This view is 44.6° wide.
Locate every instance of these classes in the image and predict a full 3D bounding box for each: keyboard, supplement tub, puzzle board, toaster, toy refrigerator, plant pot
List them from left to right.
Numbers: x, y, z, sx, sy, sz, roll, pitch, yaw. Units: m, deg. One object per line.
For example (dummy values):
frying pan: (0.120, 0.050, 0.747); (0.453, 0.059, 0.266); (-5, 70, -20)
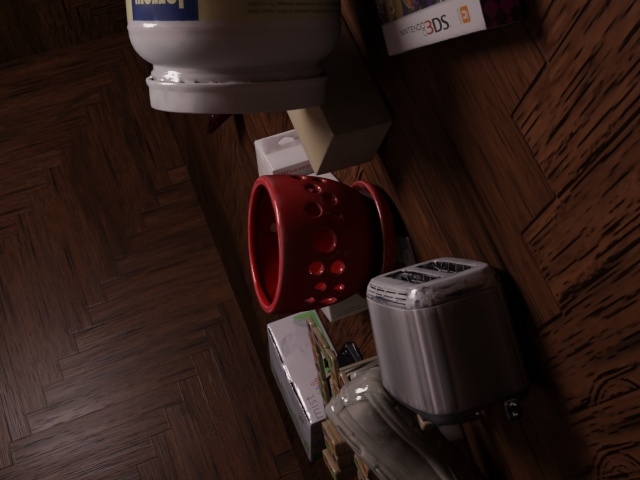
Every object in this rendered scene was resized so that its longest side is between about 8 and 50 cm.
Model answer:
supplement tub: (-0.094, -0.310, 0.840); (0.235, 0.235, 0.324); (-141, 47, -66)
toy refrigerator: (-0.005, -0.232, 1.025); (0.269, 0.094, 0.102); (66, 159, 19)
plant pot: (0.000, 0.000, 1.086); (0.191, 0.174, 0.191); (175, 90, -71)
keyboard: (0.042, 0.268, 1.565); (0.108, 0.023, 0.180); (57, 143, 28)
puzzle board: (0.118, 0.052, 1.087); (0.096, 0.011, 0.128); (-160, 52, -73)
toaster: (0.133, 0.103, 0.847); (0.227, 0.129, 0.146); (-169, 63, -76)

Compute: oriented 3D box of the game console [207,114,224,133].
game console: (-0.248, -0.338, 1.872); (0.085, 0.124, 0.144); (45, 167, -3)

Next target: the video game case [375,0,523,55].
video game case: (0.085, -0.288, 0.686); (0.210, 0.042, 0.232); (-156, 49, -71)

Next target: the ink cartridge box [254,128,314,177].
ink cartridge box: (-0.054, -0.120, 1.363); (0.143, 0.092, 0.090); (85, 161, -47)

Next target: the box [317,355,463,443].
box: (0.095, 0.257, 1.217); (0.311, 0.121, 0.148); (138, 113, -76)

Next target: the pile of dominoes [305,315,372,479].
pile of dominoes: (0.018, 0.267, 1.186); (0.196, 0.040, 0.251); (-128, 23, -56)

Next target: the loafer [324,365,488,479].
loafer: (0.133, 0.309, 1.010); (0.319, 0.111, 0.112); (52, -155, 2)

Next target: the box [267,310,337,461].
box: (-0.021, 0.329, 1.773); (0.231, 0.127, 0.262); (91, 157, -54)

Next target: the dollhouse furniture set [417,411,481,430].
dollhouse furniture set: (0.153, 0.164, 0.980); (0.081, 0.091, 0.114); (108, 147, -44)

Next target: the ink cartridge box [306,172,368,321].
ink cartridge box: (0.012, 0.006, 1.286); (0.148, 0.086, 0.203); (-130, 24, -57)
